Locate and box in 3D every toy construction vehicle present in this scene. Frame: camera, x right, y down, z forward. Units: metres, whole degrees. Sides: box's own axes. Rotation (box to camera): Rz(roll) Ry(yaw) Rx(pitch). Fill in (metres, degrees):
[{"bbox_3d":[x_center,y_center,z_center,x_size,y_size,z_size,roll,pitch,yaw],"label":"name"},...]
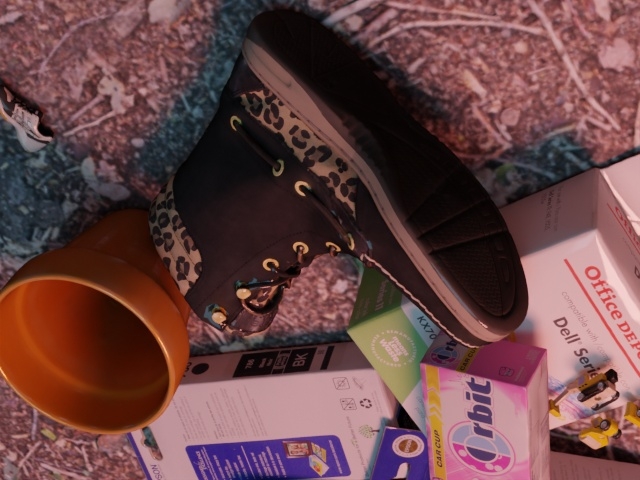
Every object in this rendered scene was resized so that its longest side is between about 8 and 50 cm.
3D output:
[{"bbox_3d":[0.281,0.159,1.238,0.086,0.035,0.098,32,131,-25],"label":"toy construction vehicle"}]

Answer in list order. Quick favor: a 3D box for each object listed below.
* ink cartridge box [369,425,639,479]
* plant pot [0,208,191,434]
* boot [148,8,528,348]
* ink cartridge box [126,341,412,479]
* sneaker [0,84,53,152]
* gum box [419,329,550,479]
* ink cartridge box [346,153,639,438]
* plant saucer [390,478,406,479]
[{"bbox_3d":[0.237,0.316,1.442,0.371,0.069,0.175,11,125,-2],"label":"ink cartridge box"},{"bbox_3d":[-0.220,0.069,1.357,0.205,0.188,0.205,9,125,12],"label":"plant pot"},{"bbox_3d":[0.000,0.000,1.239,0.377,0.138,0.284,49,128,10],"label":"boot"},{"bbox_3d":[-0.066,0.208,1.489,0.333,0.065,0.165,-7,122,18],"label":"ink cartridge box"},{"bbox_3d":[-0.313,-0.134,1.351,0.037,0.032,0.083,-24,120,13],"label":"sneaker"},{"bbox_3d":[0.164,0.184,1.250,0.107,0.062,0.188,11,128,26],"label":"gum box"},{"bbox_3d":[0.231,0.070,1.278,0.353,0.119,0.207,-25,114,28],"label":"ink cartridge box"},{"bbox_3d":[0.048,0.381,1.557,0.259,0.047,0.259,-5,125,5],"label":"plant saucer"}]
